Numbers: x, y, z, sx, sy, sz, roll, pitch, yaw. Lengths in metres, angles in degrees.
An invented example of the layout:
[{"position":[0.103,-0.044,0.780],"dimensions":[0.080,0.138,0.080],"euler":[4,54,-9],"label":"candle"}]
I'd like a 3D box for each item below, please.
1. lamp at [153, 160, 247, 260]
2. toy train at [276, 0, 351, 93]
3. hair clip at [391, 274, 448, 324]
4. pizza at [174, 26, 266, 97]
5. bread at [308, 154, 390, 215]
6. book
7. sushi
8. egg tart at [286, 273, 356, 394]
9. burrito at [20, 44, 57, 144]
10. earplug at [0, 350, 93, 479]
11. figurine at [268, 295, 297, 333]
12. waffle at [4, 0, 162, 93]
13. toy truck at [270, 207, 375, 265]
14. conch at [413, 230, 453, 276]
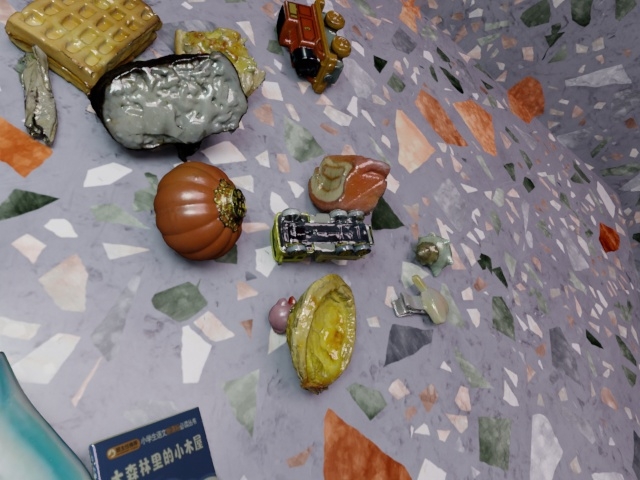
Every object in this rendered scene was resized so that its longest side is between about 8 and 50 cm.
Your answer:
[{"position":[-0.264,-0.064,0.915],"dimensions":[0.223,0.197,0.223],"euler":[-10,90,-72],"label":"lamp"},{"position":[-0.032,-0.720,1.493],"dimensions":[0.232,0.163,0.369],"euler":[1,63,-21],"label":"toy train"},{"position":[0.317,0.186,1.279],"dimensions":[0.219,0.071,0.159],"euler":[10,57,-36],"label":"hair clip"},{"position":[-0.283,-0.502,1.180],"dimensions":[0.223,0.089,0.323],"euler":[-28,81,-9],"label":"pizza"},{"position":[0.065,-0.159,1.195],"dimensions":[0.123,0.244,0.190],"euler":[22,89,-33],"label":"bread"},{"position":[-0.243,0.462,0.678],"dimensions":[0.228,0.018,0.322],"euler":[13,54,-63],"label":"book"},{"position":[-0.354,-0.324,1.000],"dimensions":[0.349,0.234,0.207],"euler":[-20,34,-25],"label":"sushi"},{"position":[-0.001,0.213,0.975],"dimensions":[0.279,0.095,0.278],"euler":[-4,94,-57],"label":"egg tart"},{"position":[-0.613,-0.311,0.898],"dimensions":[0.063,0.058,0.229],"euler":[-10,79,-23],"label":"burrito"},{"position":[-0.431,0.340,0.589],"dimensions":[0.324,0.185,0.185],"euler":[51,47,-8],"label":"earplug"},{"position":[-0.088,0.178,0.984],"dimensions":[0.071,0.067,0.083],"euler":[-13,106,-29],"label":"figurine"},{"position":[-0.574,-0.529,1.036],"dimensions":[0.224,0.098,0.327],"euler":[32,52,-15],"label":"waffle"},{"position":[0.000,0.000,1.101],"dimensions":[0.272,0.157,0.124],"euler":[0,67,-22],"label":"toy truck"},{"position":[0.395,0.048,1.383],"dimensions":[0.234,0.114,0.137],"euler":[18,69,-34],"label":"conch"}]
